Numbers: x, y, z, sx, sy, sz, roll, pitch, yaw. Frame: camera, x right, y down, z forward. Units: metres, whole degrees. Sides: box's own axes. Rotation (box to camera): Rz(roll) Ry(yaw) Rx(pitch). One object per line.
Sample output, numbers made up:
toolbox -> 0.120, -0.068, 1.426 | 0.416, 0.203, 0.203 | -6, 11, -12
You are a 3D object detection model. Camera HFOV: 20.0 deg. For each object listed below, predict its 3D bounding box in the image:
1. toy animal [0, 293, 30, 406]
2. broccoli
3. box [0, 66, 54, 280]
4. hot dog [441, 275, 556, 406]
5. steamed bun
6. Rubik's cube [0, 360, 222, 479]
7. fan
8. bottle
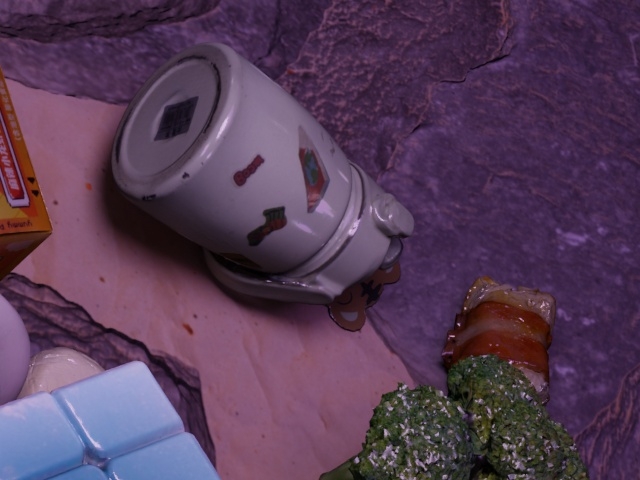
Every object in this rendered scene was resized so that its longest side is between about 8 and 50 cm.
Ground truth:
toy animal -> -0.383, 0.130, 1.792 | 0.165, 0.187, 0.235 | 47, 16, -8
broccoli -> 0.163, 0.318, 2.052 | 0.321, 0.310, 0.413 | 59, 14, 15
box -> -0.457, -0.084, 1.851 | 0.259, 0.214, 0.283 | -10, 74, -37
hot dog -> 0.229, 0.142, 2.316 | 0.146, 0.103, 0.213 | 21, 44, -1
steamed bun -> -0.284, 0.178, 1.920 | 0.112, 0.091, 0.130 | 28, 50, -27
Rubik's cube -> -0.250, 0.348, 1.597 | 0.316, 0.319, 0.322 | -17, 64, -40
fan -> 0.000, 0.000, 2.276 | 0.227, 0.008, 0.152 | 46, 49, -10
bottle -> -0.061, -0.057, 2.119 | 0.351, 0.229, 0.229 | 35, 49, -38
